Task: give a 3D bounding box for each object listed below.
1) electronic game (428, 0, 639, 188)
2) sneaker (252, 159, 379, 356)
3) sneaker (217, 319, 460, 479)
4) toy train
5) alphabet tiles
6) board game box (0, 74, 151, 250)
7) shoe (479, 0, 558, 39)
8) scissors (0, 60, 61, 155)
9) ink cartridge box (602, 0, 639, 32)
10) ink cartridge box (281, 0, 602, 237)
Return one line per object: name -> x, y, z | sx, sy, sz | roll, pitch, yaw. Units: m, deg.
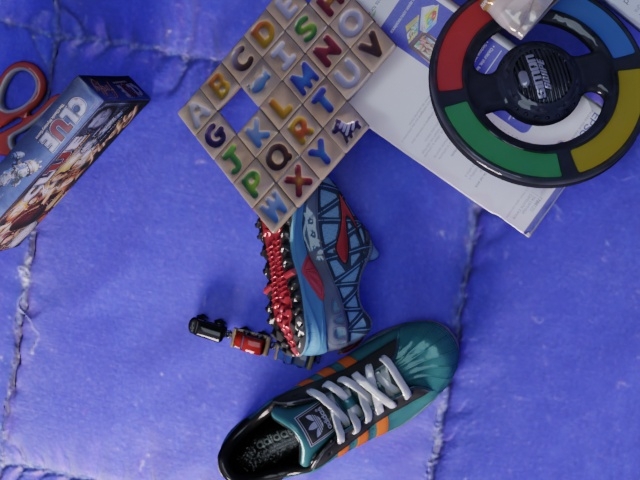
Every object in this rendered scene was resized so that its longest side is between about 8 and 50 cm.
electronic game -> 0.225, -0.162, 1.544 | 0.229, 0.048, 0.229 | 1, 73, -5
sneaker -> 0.000, 0.000, 1.671 | 0.125, 0.104, 0.261 | 2, 79, -29
sneaker -> 0.019, 0.191, 1.660 | 0.302, 0.121, 0.108 | -32, 89, 13
toy train -> -0.077, 0.116, 1.715 | 0.158, 0.036, 0.027 | 15, 99, 10
alphabet tiles -> -0.029, -0.158, 1.616 | 0.237, 0.009, 0.198 | -48, 61, 17
board game box -> -0.306, -0.083, 1.677 | 0.042, 0.165, 0.243 | 45, 103, 4
shoe -> 0.261, -0.284, 1.540 | 0.219, 0.076, 0.058 | -38, 79, -13
scissors -> -0.418, -0.097, 1.770 | 0.297, 0.021, 0.109 | -35, 90, 11
ink cartridge box -> 0.409, -0.250, 1.552 | 0.208, 0.087, 0.153 | 40, 102, 4
ink cartridge box -> 0.138, -0.163, 1.629 | 0.333, 0.065, 0.165 | 37, 101, 7
